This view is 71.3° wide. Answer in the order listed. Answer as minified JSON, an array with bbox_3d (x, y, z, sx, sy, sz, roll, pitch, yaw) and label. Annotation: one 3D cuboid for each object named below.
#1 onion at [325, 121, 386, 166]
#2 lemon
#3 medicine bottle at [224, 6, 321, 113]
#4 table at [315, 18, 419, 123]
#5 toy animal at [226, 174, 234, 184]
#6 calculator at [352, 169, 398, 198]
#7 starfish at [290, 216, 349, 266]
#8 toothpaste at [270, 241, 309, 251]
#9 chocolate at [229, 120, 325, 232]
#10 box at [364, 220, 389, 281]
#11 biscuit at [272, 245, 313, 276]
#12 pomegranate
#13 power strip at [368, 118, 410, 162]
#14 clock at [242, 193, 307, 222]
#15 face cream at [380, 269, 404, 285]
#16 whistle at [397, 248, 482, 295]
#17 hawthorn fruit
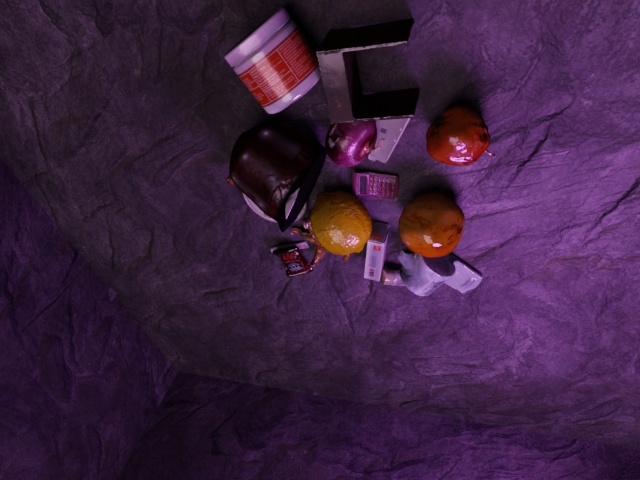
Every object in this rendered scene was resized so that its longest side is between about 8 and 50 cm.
[{"bbox_3d":[0.102,-0.366,1.625,0.200,0.201,0.207,36,154,-13],"label":"onion"},{"bbox_3d":[0.084,-0.080,1.897,0.253,0.253,0.310,-33,91,43],"label":"lemon"},{"bbox_3d":[-0.147,-0.588,1.476,0.252,0.253,0.241,-18,124,36],"label":"medicine bottle"},{"bbox_3d":[0.163,-0.542,1.440,0.281,0.196,0.251,0,132,20],"label":"table"},{"bbox_3d":[-0.332,-0.321,1.947,0.056,0.099,0.241,39,137,-18],"label":"toy animal"},{"bbox_3d":[0.226,-0.231,1.845,0.190,0.034,0.127,7,135,9],"label":"calculator"},{"bbox_3d":[-0.003,0.003,2.132,0.311,0.113,0.303,15,137,5],"label":"starfish"},{"bbox_3d":[-0.160,0.034,2.290,0.218,0.033,0.052,-8,138,26],"label":"toothpaste"},{"bbox_3d":[-0.189,-0.275,1.745,0.331,0.384,0.384,26,138,1],"label":"chocolate"},{"bbox_3d":[0.257,0.051,2.046,0.079,0.135,0.270,12,138,11],"label":"box"},{"bbox_3d":[-0.144,0.104,2.316,0.151,0.063,0.235,-6,138,21],"label":"biscuit"},{"bbox_3d":[0.431,-0.065,1.760,0.264,0.264,0.264,12,137,12],"label":"pomegranate"},{"bbox_3d":[0.241,-0.404,1.648,0.117,0.046,0.270,27,140,1],"label":"power strip"},{"bbox_3d":[-0.212,-0.200,2.034,0.318,0.080,0.319,13,138,12],"label":"clock"},{"bbox_3d":[0.405,0.183,2.141,0.223,0.070,0.114,6,140,-13],"label":"face cream"},{"bbox_3d":[0.532,0.132,2.009,0.404,0.188,0.168,5,142,-31],"label":"whistle"},{"bbox_3d":[0.490,-0.338,1.507,0.243,0.208,0.207,26,138,-9],"label":"hawthorn fruit"}]
